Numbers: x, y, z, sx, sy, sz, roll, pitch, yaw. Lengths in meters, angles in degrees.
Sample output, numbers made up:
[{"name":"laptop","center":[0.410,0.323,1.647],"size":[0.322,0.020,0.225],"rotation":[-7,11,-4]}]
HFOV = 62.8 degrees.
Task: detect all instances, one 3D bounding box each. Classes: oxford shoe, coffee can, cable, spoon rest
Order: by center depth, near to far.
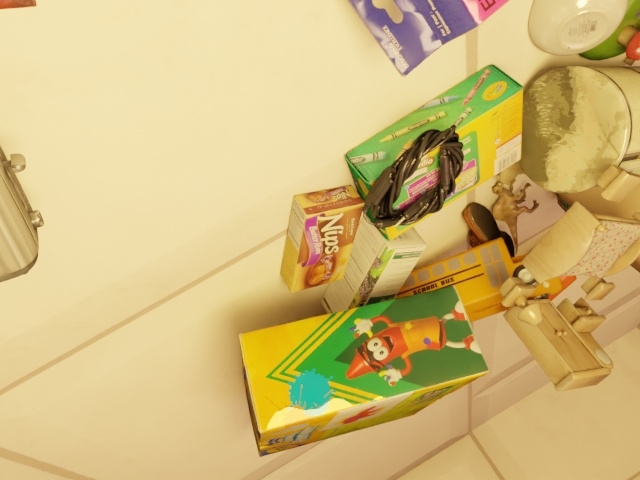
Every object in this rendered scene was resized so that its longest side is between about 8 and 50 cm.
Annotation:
[{"name":"spoon rest","center":[0.362,-0.366,0.722],"size":[0.137,0.084,0.276],"rotation":[-8,153,15]},{"name":"cable","center":[0.152,-0.087,0.773],"size":[0.150,0.047,0.185],"rotation":[7,126,-40]},{"name":"coffee can","center":[0.501,-0.198,0.905],"size":[0.275,0.202,0.202],"rotation":[-12,138,-31]},{"name":"oxford shoe","center":[0.349,-0.009,1.135],"size":[0.076,0.076,0.212],"rotation":[-10,146,36]}]

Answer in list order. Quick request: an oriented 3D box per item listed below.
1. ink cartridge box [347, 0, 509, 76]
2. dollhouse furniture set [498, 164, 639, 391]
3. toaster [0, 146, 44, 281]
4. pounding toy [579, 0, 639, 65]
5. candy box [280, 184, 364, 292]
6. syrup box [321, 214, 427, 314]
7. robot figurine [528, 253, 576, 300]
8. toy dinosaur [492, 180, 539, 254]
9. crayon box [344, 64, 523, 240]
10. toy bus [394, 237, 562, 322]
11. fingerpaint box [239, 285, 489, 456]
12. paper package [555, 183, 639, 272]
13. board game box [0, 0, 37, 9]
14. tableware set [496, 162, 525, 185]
[{"name":"ink cartridge box","center":[0.189,-0.360,0.549],"size":[0.371,0.069,0.176],"rotation":[-38,107,9]},{"name":"dollhouse furniture set","center":[0.506,0.078,0.887],"size":[0.303,0.174,0.356],"rotation":[3,133,-33]},{"name":"toaster","center":[-0.398,-0.030,0.498],"size":[0.226,0.129,0.147],"rotation":[-13,135,-22]},{"name":"pounding toy","center":[0.532,-0.354,0.842],"size":[0.236,0.110,0.183],"rotation":[-4,134,-34]},{"name":"candy box","center":[0.000,0.000,0.891],"size":[0.109,0.053,0.187],"rotation":[-13,140,-26]},{"name":"syrup box","center":[0.095,0.067,1.002],"size":[0.093,0.096,0.237],"rotation":[-3,133,-32]},{"name":"robot figurine","center":[0.589,0.077,1.357],"size":[0.158,0.128,0.219],"rotation":[35,110,-19]},{"name":"toy dinosaur","center":[0.409,-0.067,1.115],"size":[0.092,0.053,0.183],"rotation":[-32,120,-4]},{"name":"crayon box","center":[0.191,-0.137,0.855],"size":[0.278,0.081,0.165],"rotation":[-32,143,-2]},{"name":"toy bus","center":[0.309,0.097,1.083],"size":[0.332,0.130,0.108],"rotation":[-24,144,20]},{"name":"fingerpaint box","center":[0.044,0.267,1.000],"size":[0.370,0.163,0.445],"rotation":[-11,155,-11]},{"name":"paper package","center":[0.693,-0.106,1.060],"size":[0.309,0.325,0.168],"rotation":[-43,145,11]},{"name":"board game box","center":[-0.306,-0.295,0.348],"size":[0.145,0.027,0.281],"rotation":[-17,140,-23]},{"name":"tableware set","center":[0.410,-0.181,1.015],"size":[0.141,0.020,0.169],"rotation":[-8,130,-37]}]
